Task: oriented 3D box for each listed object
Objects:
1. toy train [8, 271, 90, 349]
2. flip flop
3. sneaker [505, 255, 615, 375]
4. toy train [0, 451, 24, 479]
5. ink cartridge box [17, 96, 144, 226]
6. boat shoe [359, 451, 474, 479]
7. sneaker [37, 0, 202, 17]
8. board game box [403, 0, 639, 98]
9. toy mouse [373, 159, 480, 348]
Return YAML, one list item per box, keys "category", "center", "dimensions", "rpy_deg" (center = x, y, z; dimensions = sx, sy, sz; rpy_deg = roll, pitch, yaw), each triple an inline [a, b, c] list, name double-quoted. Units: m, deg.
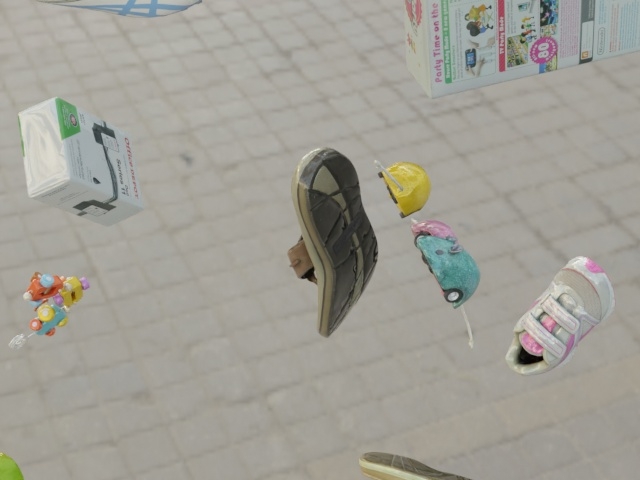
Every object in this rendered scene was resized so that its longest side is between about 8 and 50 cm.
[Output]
- category: "toy train"
  center: [-0.422, 0.092, 1.787]
  dimensions: [0.125, 0.166, 0.046]
  rpy_deg: [-18, 62, -46]
- category: "flip flop"
  center: [0.000, 0.000, 1.352]
  dimensions: [0.080, 0.277, 0.112]
  rpy_deg: [20, 56, 28]
- category: "sneaker"
  center: [0.369, 0.132, 1.834]
  dimensions: [0.103, 0.252, 0.111]
  rpy_deg: [41, 46, 23]
- category: "toy train"
  center: [-0.229, 0.161, 0.702]
  dimensions: [0.248, 0.105, 0.143]
  rpy_deg: [-10, -2, 27]
- category: "ink cartridge box"
  center: [-0.390, -0.125, 1.933]
  dimensions: [0.086, 0.208, 0.153]
  rpy_deg: [-21, 70, 20]
- category: "boat shoe"
  center: [0.112, 0.273, 1.289]
  dimensions: [0.153, 0.048, 0.056]
  rpy_deg: [17, 7, -4]
- category: "sneaker"
  center: [-0.201, -0.240, 1.012]
  dimensions: [0.237, 0.085, 0.086]
  rpy_deg: [7, 6, 8]
- category: "board game box"
  center: [0.248, -0.305, 1.332]
  dimensions: [0.303, 0.224, 0.097]
  rpy_deg: [-13, 37, -9]
- category: "toy mouse"
  center: [0.088, 0.008, 0.845]
  dimensions: [0.031, 0.143, 0.161]
  rpy_deg: [-28, -5, 3]
